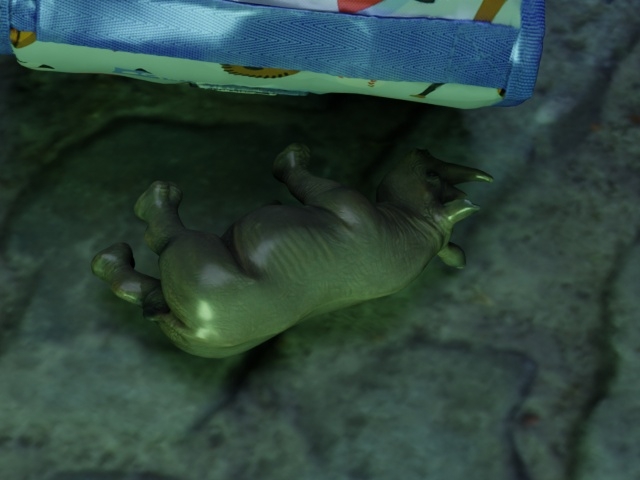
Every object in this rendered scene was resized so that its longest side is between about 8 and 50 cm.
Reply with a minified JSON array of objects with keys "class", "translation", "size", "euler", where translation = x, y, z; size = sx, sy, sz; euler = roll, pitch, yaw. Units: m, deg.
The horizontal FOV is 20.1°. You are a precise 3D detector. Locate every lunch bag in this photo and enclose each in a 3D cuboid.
[{"class":"lunch bag","translation":[-0.037,-0.217,1.139],"size":[0.328,0.239,0.385],"euler":[5,37,-7]}]

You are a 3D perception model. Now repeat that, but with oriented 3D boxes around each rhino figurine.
[{"class":"rhino figurine","translation":[0.000,0.000,1.036],"size":[0.243,0.073,0.106],"euler":[-18,47,-27]}]
